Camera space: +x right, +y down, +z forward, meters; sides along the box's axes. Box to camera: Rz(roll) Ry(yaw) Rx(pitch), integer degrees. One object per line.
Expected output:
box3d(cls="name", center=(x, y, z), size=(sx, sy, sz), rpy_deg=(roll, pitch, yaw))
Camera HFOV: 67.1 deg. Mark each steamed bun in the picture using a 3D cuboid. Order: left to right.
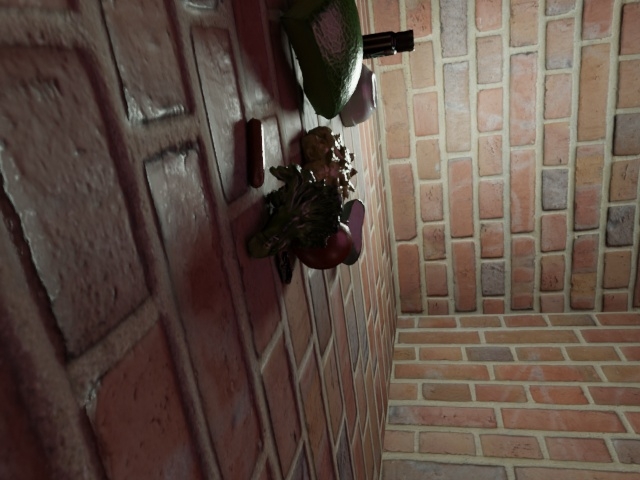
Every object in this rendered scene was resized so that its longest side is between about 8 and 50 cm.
box3d(cls="steamed bun", center=(0.035, -0.210, 1.466), size=(0.295, 0.137, 0.292), rpy_deg=(74, 22, -49))

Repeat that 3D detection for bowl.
box3d(cls="bowl", center=(0.165, -0.639, 2.086), size=(0.287, 0.144, 0.286), rpy_deg=(-3, 90, -75))

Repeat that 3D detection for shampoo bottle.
box3d(cls="shampoo bottle", center=(0.179, -0.710, 1.772), size=(0.129, 0.323, 0.083), rpy_deg=(-13, 100, -77))

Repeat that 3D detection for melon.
box3d(cls="melon", center=(0.022, -0.523, 1.358), size=(0.343, 0.226, 0.331), rpy_deg=(58, 27, -42))

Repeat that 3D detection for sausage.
box3d(cls="sausage", center=(-0.131, -0.179, 0.984), size=(0.030, 0.035, 0.146), rpy_deg=(164, -74, -71))

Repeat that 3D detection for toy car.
box3d(cls="toy car", center=(-0.083, 0.062, 1.134), size=(0.041, 0.025, 0.093), rpy_deg=(-81, 165, -46))

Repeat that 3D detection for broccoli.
box3d(cls="broccoli", center=(-0.059, -0.071, 1.043), size=(0.275, 0.177, 0.198), rpy_deg=(-11, 103, -63))

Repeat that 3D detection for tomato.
box3d(cls="tomato", center=(0.000, 0.000, 1.252), size=(0.167, 0.168, 0.167), rpy_deg=(-3, 90, -76))

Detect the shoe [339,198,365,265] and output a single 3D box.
box3d(cls="shoe", center=(0.103, -0.032, 1.816), size=(0.100, 0.103, 0.250), rpy_deg=(-1, -104, 61))
